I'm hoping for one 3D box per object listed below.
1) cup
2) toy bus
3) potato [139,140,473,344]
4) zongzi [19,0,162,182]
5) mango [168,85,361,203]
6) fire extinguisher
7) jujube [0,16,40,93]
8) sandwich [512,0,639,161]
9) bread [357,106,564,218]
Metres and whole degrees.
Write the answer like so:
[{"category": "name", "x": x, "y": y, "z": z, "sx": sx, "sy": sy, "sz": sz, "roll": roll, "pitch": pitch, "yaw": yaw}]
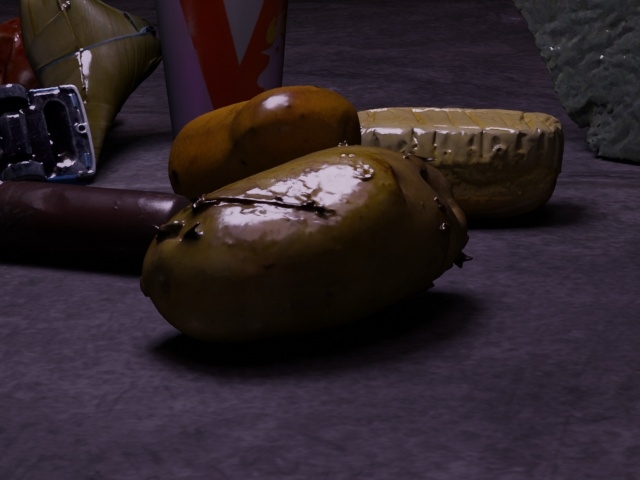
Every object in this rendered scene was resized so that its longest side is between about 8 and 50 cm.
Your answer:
[{"category": "cup", "x": -0.120, "y": -0.259, "z": 2.024, "sx": 0.203, "sy": 0.289, "sz": 0.203, "roll": 0, "pitch": 15, "yaw": 0}, {"category": "toy bus", "x": -0.357, "y": -0.080, "z": 1.648, "sx": 0.234, "sy": 0.116, "sz": 0.133, "roll": -7, "pitch": -20, "yaw": -22}, {"category": "potato", "x": 0.000, "y": 0.000, "z": 1.333, "sx": 0.300, "sy": 0.140, "sz": 0.173, "roll": -16, "pitch": 17, "yaw": -35}, {"category": "zongzi", "x": -0.254, "y": -0.179, "z": 1.975, "sx": 0.115, "sy": 0.256, "sz": 0.228, "roll": -27, "pitch": -18, "yaw": 22}, {"category": "mango", "x": -0.052, "y": -0.080, "z": 1.591, "sx": 0.177, "sy": 0.120, "sz": 0.295, "roll": -11, "pitch": 1, "yaw": -21}, {"category": "fire extinguisher", "x": -0.195, "y": -0.020, "z": 1.532, "sx": 0.267, "sy": 0.072, "sz": 0.089, "roll": 5, "pitch": 38, "yaw": 20}, {"category": "jujube", "x": -0.349, "y": -0.207, "z": 2.136, "sx": 0.168, "sy": 0.168, "sz": 0.236, "roll": 7, "pitch": -4, "yaw": 28}, {"category": "sandwich", "x": 0.398, "y": -0.238, "z": 1.946, "sx": 0.131, "sy": 0.325, "sz": 0.262, "roll": -17, "pitch": -14, "yaw": -47}, {"category": "bread", "x": 0.135, "y": -0.079, "z": 1.690, "sx": 0.236, "sy": 0.106, "sz": 0.140, "roll": 1, "pitch": 14, "yaw": 5}]
